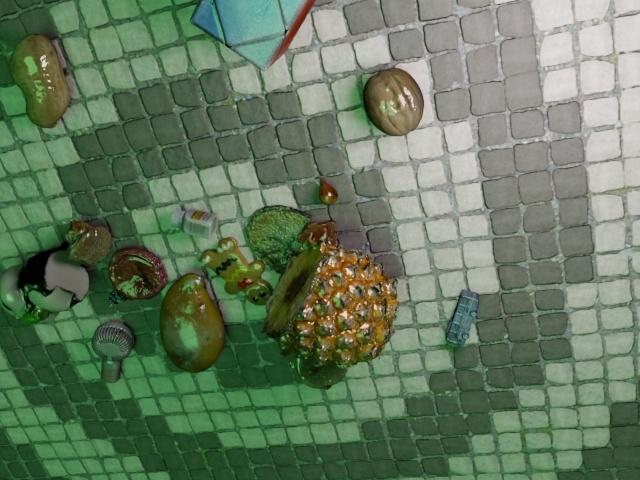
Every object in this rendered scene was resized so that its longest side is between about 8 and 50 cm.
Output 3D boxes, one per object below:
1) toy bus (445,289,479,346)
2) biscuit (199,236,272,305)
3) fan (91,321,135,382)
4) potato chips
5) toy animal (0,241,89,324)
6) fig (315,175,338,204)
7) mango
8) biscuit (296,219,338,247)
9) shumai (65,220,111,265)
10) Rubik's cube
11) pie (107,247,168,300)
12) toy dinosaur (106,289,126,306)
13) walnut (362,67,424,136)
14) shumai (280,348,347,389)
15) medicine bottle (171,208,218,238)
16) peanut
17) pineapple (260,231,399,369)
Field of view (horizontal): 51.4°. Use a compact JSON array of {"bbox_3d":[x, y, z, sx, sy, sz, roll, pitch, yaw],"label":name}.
[{"bbox_3d":[0.399,0.218,1.861,0.065,0.047,0.165,17,118,8],"label":"toy bus"},{"bbox_3d":[-0.236,0.102,1.942,0.240,0.035,0.158,45,119,-12],"label":"biscuit"},{"bbox_3d":[-0.676,0.369,2.153,0.130,0.074,0.244,13,124,-7],"label":"fan"},{"bbox_3d":[-0.107,0.002,1.871,0.202,0.029,0.219,-5,113,15],"label":"potato chips"},{"bbox_3d":[-0.841,0.148,1.993,0.267,0.212,0.212,-30,107,20],"label":"toy animal"},{"bbox_3d":[0.012,-0.134,1.766,0.050,0.050,0.083,-27,89,23],"label":"fig"},{"bbox_3d":[-0.386,0.248,1.987,0.193,0.146,0.316,-1,110,4],"label":"mango"},{"bbox_3d":[0.000,0.000,1.836,0.120,0.019,0.129,-22,122,5],"label":"biscuit"},{"bbox_3d":[-0.693,-0.001,1.946,0.116,0.146,0.145,35,121,21],"label":"shumai"},{"bbox_3d":[-0.139,-0.538,1.496,0.205,0.207,0.205,32,120,-7],"label":"Rubik's cube"},{"bbox_3d":[-0.552,0.102,1.998,0.183,0.049,0.182,2,116,5],"label":"pie"},{"bbox_3d":[-0.629,0.177,2.063,0.083,0.030,0.047,-31,108,25],"label":"toy dinosaur"},{"bbox_3d":[0.175,-0.328,1.581,0.140,0.140,0.162,-27,93,23],"label":"walnut"},{"bbox_3d":[-0.017,0.341,1.970,0.201,0.201,0.120,53,156,-16],"label":"shumai"},{"bbox_3d":[-0.354,-0.051,1.864,0.118,0.074,0.054,13,119,7],"label":"medicine bottle"},{"bbox_3d":[-0.731,-0.410,1.737,0.137,0.122,0.253,4,122,20],"label":"peanut"},{"bbox_3d":[0.039,0.170,1.743,0.300,0.352,0.352,22,120,-19],"label":"pineapple"}]
